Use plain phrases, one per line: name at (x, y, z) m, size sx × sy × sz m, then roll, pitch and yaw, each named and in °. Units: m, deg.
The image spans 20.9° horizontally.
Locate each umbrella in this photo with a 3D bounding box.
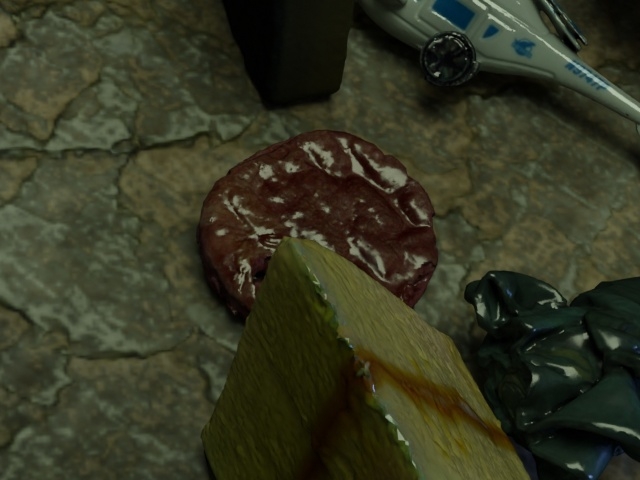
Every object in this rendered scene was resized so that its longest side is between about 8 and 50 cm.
umbrella at (0.247, 0.036, 1.034) m, size 0.349 × 0.094 × 0.143 m, roll -17°, pitch 70°, yaw -26°

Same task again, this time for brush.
brush at (-0.027, -0.182, 1.058) m, size 0.059 × 0.197 × 0.123 m, roll -17°, pitch 61°, yaw -12°

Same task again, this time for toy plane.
toy plane at (0.133, -0.127, 1.136) m, size 0.273 × 0.107 × 0.182 m, roll 33°, pitch 11°, yaw -12°

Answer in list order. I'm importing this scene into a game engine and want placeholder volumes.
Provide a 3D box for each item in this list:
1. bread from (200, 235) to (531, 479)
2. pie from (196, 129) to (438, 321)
bread at (0.059, 0.095, 0.853) m, size 0.163 × 0.264 × 0.167 m, roll -20°, pitch 69°, yaw -21°
pie at (0.000, 0.000, 1.038) m, size 0.153 × 0.038 × 0.153 m, roll 7°, pitch 54°, yaw -10°
